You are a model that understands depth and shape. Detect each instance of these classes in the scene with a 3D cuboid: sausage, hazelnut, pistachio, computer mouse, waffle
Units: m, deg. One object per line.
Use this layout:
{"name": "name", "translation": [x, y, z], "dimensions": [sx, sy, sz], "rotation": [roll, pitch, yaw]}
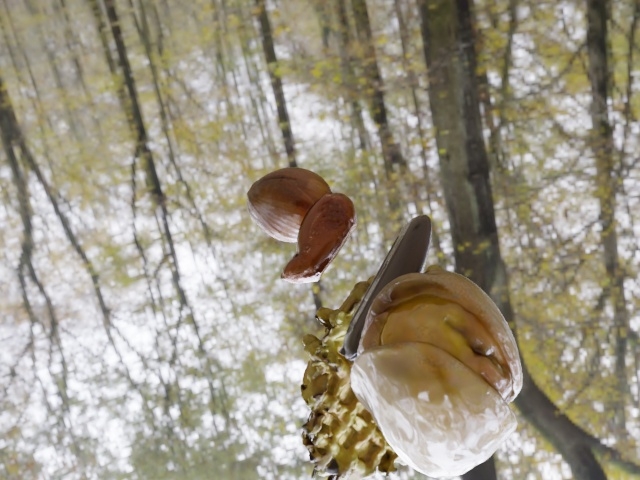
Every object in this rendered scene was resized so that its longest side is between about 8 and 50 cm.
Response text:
{"name": "sausage", "translation": [0.000, 0.000, 1.616], "dimensions": [0.089, 0.089, 0.179], "rotation": [19, -105, 53]}
{"name": "hazelnut", "translation": [-0.061, -0.075, 1.790], "dimensions": [0.150, 0.150, 0.150], "rotation": [-11, -158, 4]}
{"name": "pistachio", "translation": [0.148, 0.179, 1.252], "dimensions": [0.229, 0.309, 0.230], "rotation": [-10, -131, 12]}
{"name": "computer mouse", "translation": [0.102, 0.070, 1.369], "dimensions": [0.057, 0.232, 0.120], "rotation": [29, 177, -1]}
{"name": "waffle", "translation": [0.113, 0.236, 1.675], "dimensions": [0.379, 0.382, 0.095], "rotation": [-12, -160, -38]}
